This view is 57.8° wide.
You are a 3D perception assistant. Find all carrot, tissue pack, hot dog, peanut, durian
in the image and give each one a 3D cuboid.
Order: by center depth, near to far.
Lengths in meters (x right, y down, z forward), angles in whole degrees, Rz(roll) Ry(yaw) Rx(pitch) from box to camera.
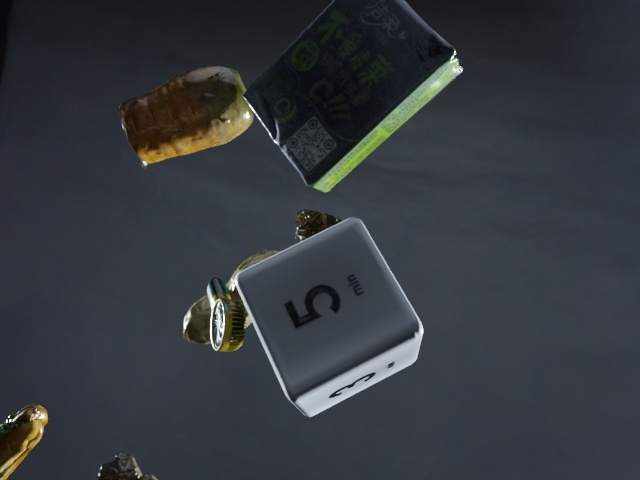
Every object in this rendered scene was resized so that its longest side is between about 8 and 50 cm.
[{"bbox_3d":[0.058,-0.334,1.227,0.394,0.288,0.124,-42,161,17],"label":"tissue pack"},{"bbox_3d":[-0.176,0.125,1.285,0.120,0.298,0.136,44,169,38],"label":"peanut"},{"bbox_3d":[0.000,0.000,1.390,0.148,0.091,0.188,13,159,23],"label":"durian"},{"bbox_3d":[-0.803,0.530,1.448,0.100,0.337,0.135,39,-171,-20],"label":"hot dog"},{"bbox_3d":[-0.366,-0.355,1.630,0.340,0.224,0.224,-22,163,0],"label":"carrot"}]

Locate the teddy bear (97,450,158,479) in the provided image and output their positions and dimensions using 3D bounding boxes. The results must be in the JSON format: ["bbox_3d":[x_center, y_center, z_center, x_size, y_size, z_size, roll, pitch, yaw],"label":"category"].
[{"bbox_3d":[-0.358,0.545,1.144,0.251,0.182,0.129,53,-172,27],"label":"teddy bear"}]

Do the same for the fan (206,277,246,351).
[{"bbox_3d":[-0.155,0.112,0.933,0.039,0.082,0.155,5,-150,-25],"label":"fan"}]

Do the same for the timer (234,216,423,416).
[{"bbox_3d":[0.014,0.114,0.831,0.194,0.194,0.192,-25,156,-5],"label":"timer"}]
